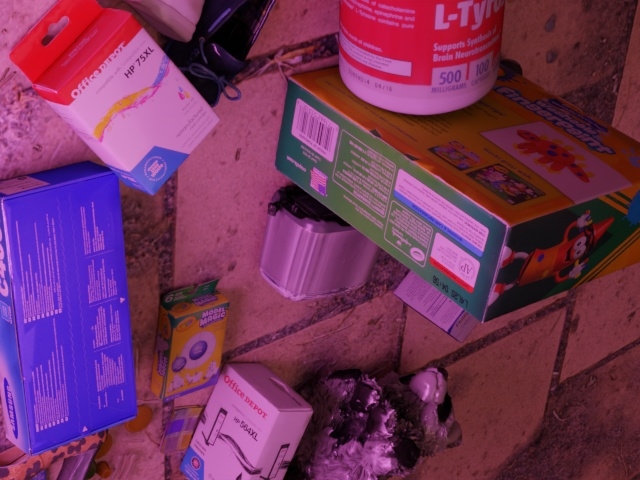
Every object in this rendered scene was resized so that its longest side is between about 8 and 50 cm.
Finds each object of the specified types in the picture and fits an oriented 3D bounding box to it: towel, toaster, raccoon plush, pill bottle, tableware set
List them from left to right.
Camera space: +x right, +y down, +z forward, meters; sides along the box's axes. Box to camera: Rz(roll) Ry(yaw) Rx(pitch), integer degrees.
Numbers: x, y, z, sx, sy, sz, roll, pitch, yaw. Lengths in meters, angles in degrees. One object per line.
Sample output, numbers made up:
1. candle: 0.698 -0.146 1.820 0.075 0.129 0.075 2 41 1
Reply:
1. tableware set: -0.309 0.293 1.981 0.104 0.024 0.154 7 114 -44
2. towel: -0.220 0.298 2.084 0.060 0.009 0.083 2 116 -46
3. toaster: 0.000 0.000 1.994 0.227 0.129 0.147 -12 128 -42
4. raccoon plush: 0.042 0.369 2.336 0.446 0.216 0.299 -32 161 18
5. pill bottle: 0.139 -0.393 1.760 0.229 0.229 0.408 -26 134 -30

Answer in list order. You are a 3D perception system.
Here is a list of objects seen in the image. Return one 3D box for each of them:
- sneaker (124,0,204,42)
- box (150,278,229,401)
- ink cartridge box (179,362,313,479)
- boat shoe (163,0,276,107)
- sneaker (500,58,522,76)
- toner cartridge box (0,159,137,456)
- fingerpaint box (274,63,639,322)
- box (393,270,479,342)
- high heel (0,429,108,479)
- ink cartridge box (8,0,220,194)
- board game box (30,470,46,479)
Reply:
1. sneaker: -0.206 -0.327 1.591 0.094 0.080 0.212 -63 149 -8
2. box: -0.193 0.146 1.973 0.105 0.043 0.179 -17 127 -38
3. ink cartridge box: -0.118 0.313 2.088 0.085 0.148 0.203 7 112 -46
4. boat shoe: -0.136 -0.247 1.697 0.109 0.089 0.258 8 112 -48
5. sneaker: 0.277 -0.165 2.174 0.101 0.106 0.267 10 109 -47
6. toner cartridge box: -0.332 0.085 1.692 0.165 0.075 0.348 -16 114 -36
7. fingerpaint box: 0.217 -0.101 1.885 0.371 0.445 0.163 -17 131 -38
8. box: 0.221 0.086 2.276 0.126 0.137 0.072 -52 143 -2
9. high heel: -0.417 0.268 1.818 0.261 0.093 0.186 26 82 -41
10. ink cartridge box: -0.245 -0.182 1.589 0.134 0.078 0.231 -50 125 -13
11. board game box: -0.438 0.369 1.904 0.090 0.020 0.090 -20 131 -34
